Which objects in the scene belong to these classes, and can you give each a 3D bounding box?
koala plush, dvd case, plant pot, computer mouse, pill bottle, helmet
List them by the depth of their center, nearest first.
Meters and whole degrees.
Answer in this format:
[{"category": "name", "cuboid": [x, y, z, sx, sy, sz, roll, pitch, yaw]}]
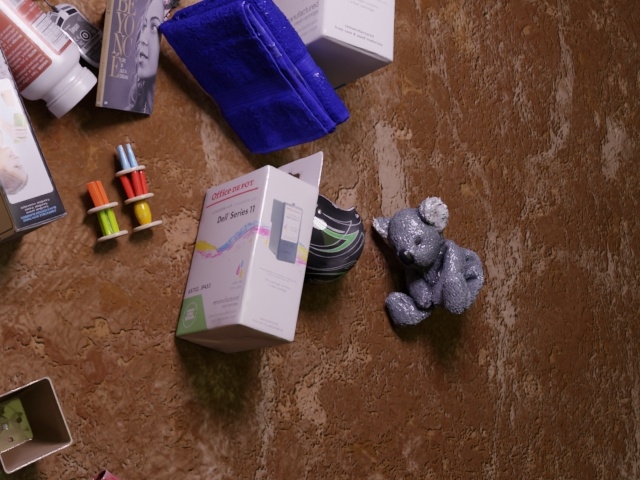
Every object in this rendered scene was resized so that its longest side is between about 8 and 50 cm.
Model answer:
[{"category": "plant pot", "cuboid": [-0.452, 0.274, 1.476, 0.109, 0.096, 0.109, -21, 93, -38]}, {"category": "pill bottle", "cuboid": [-0.465, -0.303, 1.580, 0.216, 0.121, 0.121, 46, 56, -21]}, {"category": "dvd case", "cuboid": [-0.316, -0.328, 1.671, 0.164, 0.018, 0.221, -7, 105, -70]}, {"category": "computer mouse", "cuboid": [-0.430, -0.358, 1.673, 0.193, 0.042, 0.106, 45, 52, -14]}, {"category": "helmet", "cuboid": [0.000, 0.000, 1.845, 0.162, 0.169, 0.169, 25, 64, -13]}, {"category": "koala plush", "cuboid": [0.208, 0.025, 1.994, 0.221, 0.196, 0.203, 57, 42, -12]}]

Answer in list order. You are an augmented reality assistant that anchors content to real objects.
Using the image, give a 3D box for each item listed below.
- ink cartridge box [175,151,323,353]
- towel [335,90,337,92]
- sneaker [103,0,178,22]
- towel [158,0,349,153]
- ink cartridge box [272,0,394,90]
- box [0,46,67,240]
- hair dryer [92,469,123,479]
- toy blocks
[{"category": "ink cartridge box", "cuboid": [-0.121, 0.004, 1.720, 0.119, 0.207, 0.353, 23, 65, -33]}, {"category": "towel", "cuboid": [0.006, -0.336, 2.021, 0.083, 0.009, 0.060, 26, 66, -30]}, {"category": "sneaker", "cuboid": [-0.301, -0.407, 1.775, 0.178, 0.072, 0.077, -32, 112, -29]}, {"category": "towel", "cuboid": [-0.118, -0.288, 1.740, 0.308, 0.228, 0.076, 53, 38, -30]}, {"category": "ink cartridge box", "cuboid": [-0.005, -0.493, 1.871, 0.166, 0.285, 0.394, 14, 71, -34]}, {"category": "box", "cuboid": [-0.502, -0.142, 1.488, 0.087, 0.169, 0.289, -23, 93, -41]}, {"category": "hair dryer", "cuboid": [-0.307, 0.503, 1.547, 0.224, 0.080, 0.293, -3, 81, -37]}, {"category": "toy blocks", "cuboid": [-0.341, -0.082, 1.668, 0.123, 0.054, 0.148, -18, 91, -39]}]
